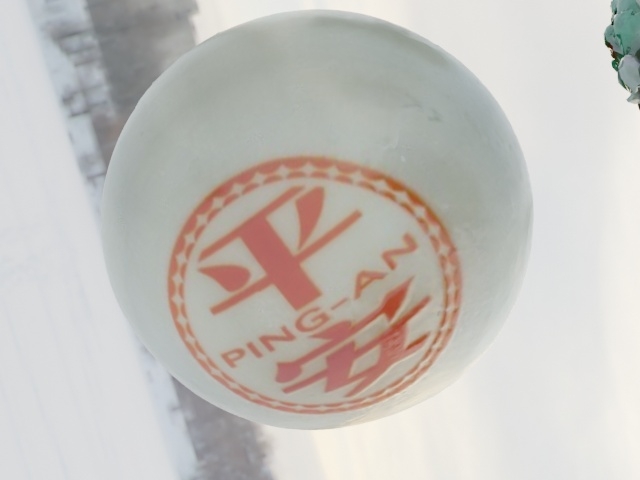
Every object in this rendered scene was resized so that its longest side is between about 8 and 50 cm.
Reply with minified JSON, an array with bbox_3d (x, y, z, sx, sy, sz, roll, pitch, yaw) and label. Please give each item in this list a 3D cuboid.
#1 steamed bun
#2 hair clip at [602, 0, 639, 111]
[{"bbox_3d":[0.000,0.000,0.712,0.145,0.232,0.231,-100,176,-68],"label":"steamed bun"},{"bbox_3d":[0.181,-0.042,0.545,0.321,0.091,0.138,29,63,-47],"label":"hair clip"}]
